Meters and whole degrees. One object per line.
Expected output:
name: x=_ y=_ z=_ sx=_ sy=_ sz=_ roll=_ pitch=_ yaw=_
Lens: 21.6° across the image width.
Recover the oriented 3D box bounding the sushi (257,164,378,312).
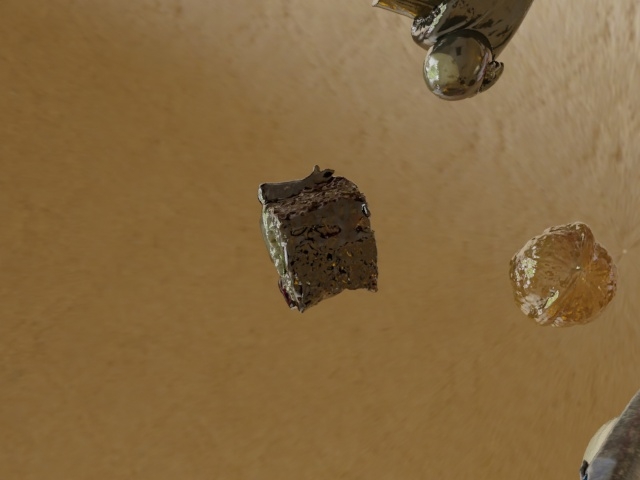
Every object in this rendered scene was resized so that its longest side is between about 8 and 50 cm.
sushi: x=0.000 y=0.001 z=1.336 sx=0.084 sy=0.098 sz=0.094 roll=-15 pitch=118 yaw=-7

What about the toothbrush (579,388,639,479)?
toothbrush: x=0.160 y=0.055 z=0.735 sx=0.042 sy=0.413 sz=0.035 roll=-17 pitch=106 yaw=32

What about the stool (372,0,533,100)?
stool: x=0.147 y=-0.258 z=1.765 sx=0.139 sy=0.228 sz=0.153 roll=28 pitch=122 yaw=-13

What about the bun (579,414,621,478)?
bun: x=0.270 y=0.161 z=1.271 sx=0.138 sy=0.138 sz=0.094 roll=10 pitch=73 yaw=10

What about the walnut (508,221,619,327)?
walnut: x=0.228 y=0.033 z=1.562 sx=0.105 sy=0.124 sz=0.105 roll=1 pitch=84 yaw=-10
